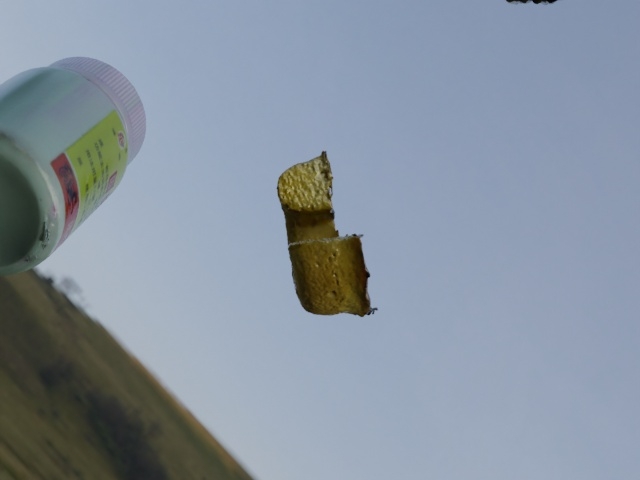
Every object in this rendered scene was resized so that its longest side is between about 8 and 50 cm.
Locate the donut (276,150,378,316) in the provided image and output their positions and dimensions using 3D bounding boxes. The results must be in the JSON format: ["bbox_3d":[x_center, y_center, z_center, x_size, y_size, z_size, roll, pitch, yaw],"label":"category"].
[{"bbox_3d":[0.001,0.007,1.223,0.146,0.078,0.181,83,-10,-45],"label":"donut"}]

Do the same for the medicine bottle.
[{"bbox_3d":[-0.249,-0.074,1.061,0.139,0.225,0.139,6,-64,12],"label":"medicine bottle"}]

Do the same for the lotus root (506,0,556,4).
[{"bbox_3d":[0.093,-0.211,0.449,0.145,0.128,0.260,-132,-143,-53],"label":"lotus root"}]
